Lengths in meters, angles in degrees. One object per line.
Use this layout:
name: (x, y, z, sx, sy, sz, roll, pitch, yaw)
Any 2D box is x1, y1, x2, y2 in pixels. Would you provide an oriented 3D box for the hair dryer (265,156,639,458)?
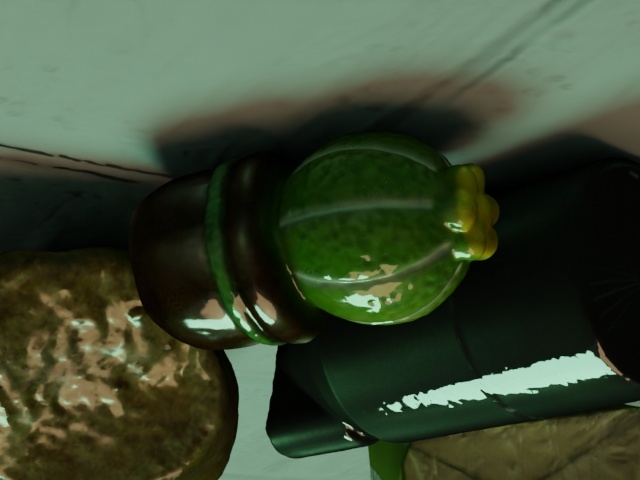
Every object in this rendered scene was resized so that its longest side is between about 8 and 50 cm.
hair dryer: (0.134, 0.052, 0.858, 0.302, 0.116, 0.244, 8, 162, -43)

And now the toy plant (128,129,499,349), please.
toy plant: (0.000, 0.000, 0.703, 0.162, 0.092, 0.093, -9, 159, 22)

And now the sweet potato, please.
sweet potato: (-0.122, 0.091, 0.890, 0.158, 0.157, 0.369, -1, 167, 0)

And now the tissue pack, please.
tissue pack: (0.126, 0.204, 0.999, 0.167, 0.200, 0.274, -6, 177, -2)
